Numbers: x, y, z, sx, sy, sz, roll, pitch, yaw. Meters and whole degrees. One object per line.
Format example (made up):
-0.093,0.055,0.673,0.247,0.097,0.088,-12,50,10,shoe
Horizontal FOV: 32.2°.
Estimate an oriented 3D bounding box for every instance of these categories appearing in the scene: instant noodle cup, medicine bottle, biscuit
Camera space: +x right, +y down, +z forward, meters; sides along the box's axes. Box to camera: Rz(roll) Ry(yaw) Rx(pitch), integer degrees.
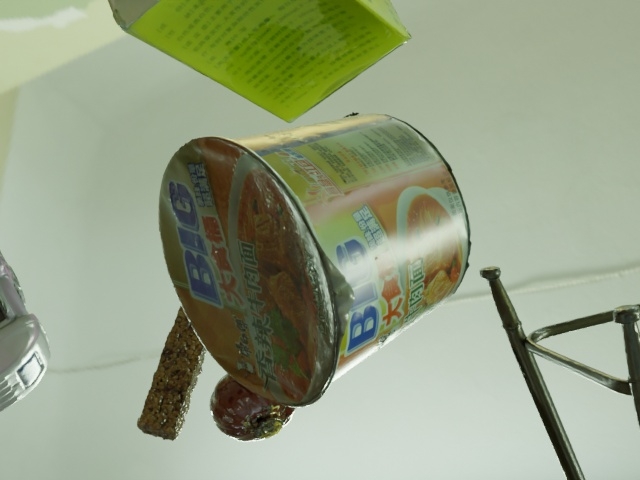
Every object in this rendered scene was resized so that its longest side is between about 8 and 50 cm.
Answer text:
0.000,0.000,1.148,0.296,0.214,0.296,30,-49,41,instant noodle cup
-0.059,-0.210,0.871,0.141,0.250,0.137,-32,-114,20,medicine bottle
-0.196,0.180,1.531,0.064,0.034,0.199,12,-124,9,biscuit

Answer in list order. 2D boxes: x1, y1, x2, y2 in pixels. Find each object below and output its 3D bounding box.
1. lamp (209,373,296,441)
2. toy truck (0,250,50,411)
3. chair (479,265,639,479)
-0.073,0.177,1.226,0.101,0.101,0.090,-50,-134,16,lamp
-0.314,0.113,0.767,0.268,0.124,0.155,-34,-103,-17,toy truck
0.450,0.218,1.315,0.365,0.362,0.409,-162,-119,-74,chair
